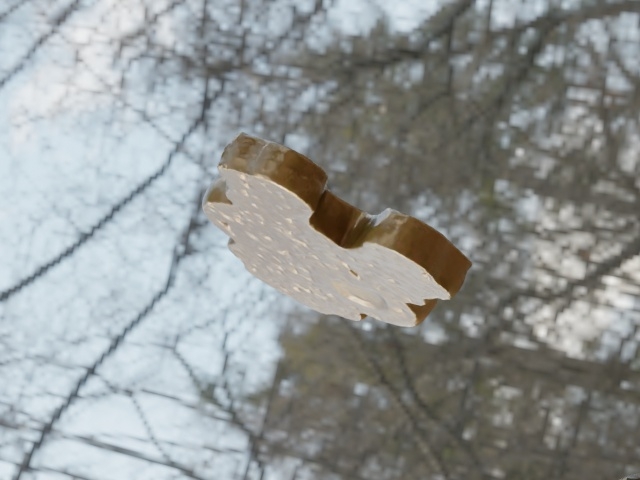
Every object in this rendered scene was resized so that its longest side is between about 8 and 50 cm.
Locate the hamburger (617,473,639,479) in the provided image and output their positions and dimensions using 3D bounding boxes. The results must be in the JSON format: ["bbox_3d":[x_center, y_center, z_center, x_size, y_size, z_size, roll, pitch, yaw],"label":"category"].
[{"bbox_3d":[0.159,0.204,0.779,0.283,0.259,0.144,46,-155,-54],"label":"hamburger"}]

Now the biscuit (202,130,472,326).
[{"bbox_3d":[0.003,0.002,0.936,0.040,0.144,0.236,-56,1,-11],"label":"biscuit"}]
